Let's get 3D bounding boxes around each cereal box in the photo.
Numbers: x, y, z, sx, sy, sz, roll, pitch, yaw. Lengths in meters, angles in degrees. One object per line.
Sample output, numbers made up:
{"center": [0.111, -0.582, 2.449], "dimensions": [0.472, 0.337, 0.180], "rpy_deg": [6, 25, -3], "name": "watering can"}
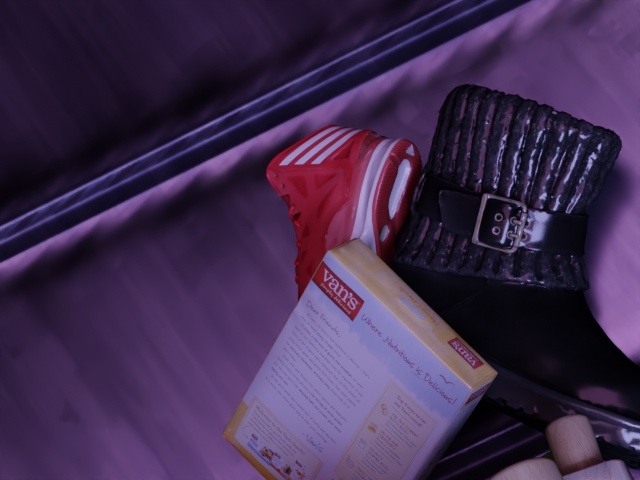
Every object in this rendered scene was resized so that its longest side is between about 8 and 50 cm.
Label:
{"center": [0.029, 0.139, 1.699], "dimensions": [0.173, 0.047, 0.240], "rpy_deg": [45, 128, 18], "name": "cereal box"}

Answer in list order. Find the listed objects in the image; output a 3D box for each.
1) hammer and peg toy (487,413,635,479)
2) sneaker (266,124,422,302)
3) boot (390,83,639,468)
{"center": [0.122, 0.237, 1.559], "dimensions": [0.266, 0.361, 0.127], "rpy_deg": [-21, 65, 10], "name": "hammer and peg toy"}
{"center": [0.000, 0.000, 1.805], "dimensions": [0.128, 0.087, 0.221], "rpy_deg": [21, 84, 35], "name": "sneaker"}
{"center": [0.214, 0.029, 1.703], "dimensions": [0.348, 0.131, 0.260], "rpy_deg": [25, 85, 18], "name": "boot"}
